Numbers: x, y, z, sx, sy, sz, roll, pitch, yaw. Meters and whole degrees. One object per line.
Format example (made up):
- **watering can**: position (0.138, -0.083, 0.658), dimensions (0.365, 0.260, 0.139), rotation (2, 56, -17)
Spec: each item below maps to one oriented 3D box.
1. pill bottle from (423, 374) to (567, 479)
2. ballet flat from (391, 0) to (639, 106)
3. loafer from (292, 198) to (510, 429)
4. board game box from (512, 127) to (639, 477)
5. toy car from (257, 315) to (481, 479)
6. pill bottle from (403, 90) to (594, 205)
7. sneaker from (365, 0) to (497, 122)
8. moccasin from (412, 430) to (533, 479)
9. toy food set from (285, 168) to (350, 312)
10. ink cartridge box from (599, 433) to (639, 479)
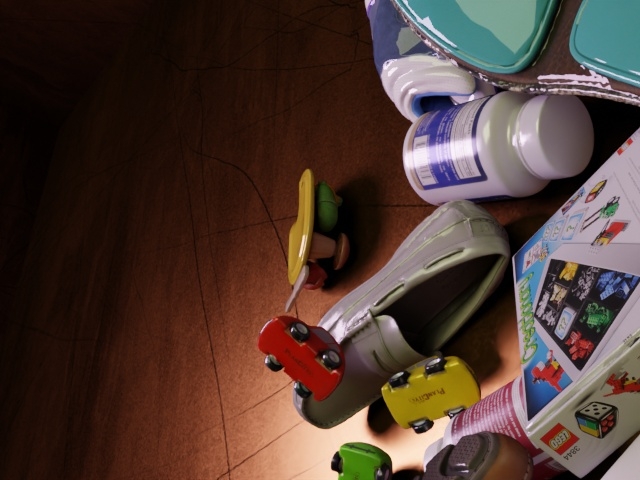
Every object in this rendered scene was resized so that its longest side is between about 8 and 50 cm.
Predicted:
- **pill bottle**: position (0.164, 0.176, 0.691), dimensions (0.152, 0.086, 0.086), rotation (-41, 37, 33)
- **ballet flat**: position (0.255, -0.197, 0.728), dimensions (0.483, 0.182, 0.164), rotation (37, 112, 46)
- **loafer**: position (0.080, 0.096, 0.858), dimensions (0.319, 0.112, 0.111), rotation (-53, 23, 18)
- **board game box**: position (0.232, 0.018, 0.604), dimensions (0.193, 0.053, 0.305), rotation (-50, 4, 24)
- **toy car**: position (0.048, 0.194, 0.823), dimensions (0.239, 0.053, 0.225), rotation (11, 111, 24)
- **pill bottle**: position (0.186, -0.098, 0.837), dimensions (0.186, 0.112, 0.112), rotation (-4, 64, 56)
- **sneaker**: position (0.212, -0.267, 0.948), dimensions (0.323, 0.130, 0.236), rotation (-24, 69, 26)
- **moccasin**: position (0.092, 0.334, 0.626), dimensions (0.139, 0.147, 0.380), rotation (1, -72, -85)
- **toy food set**: position (0.000, 0.000, 1.112), dimensions (0.128, 0.071, 0.218), rotation (113, 163, -49)
- **ink cartridge box**: position (0.222, 0.223, 0.493), dimensions (0.219, 0.160, 0.092), rotation (-55, 31, 13)
